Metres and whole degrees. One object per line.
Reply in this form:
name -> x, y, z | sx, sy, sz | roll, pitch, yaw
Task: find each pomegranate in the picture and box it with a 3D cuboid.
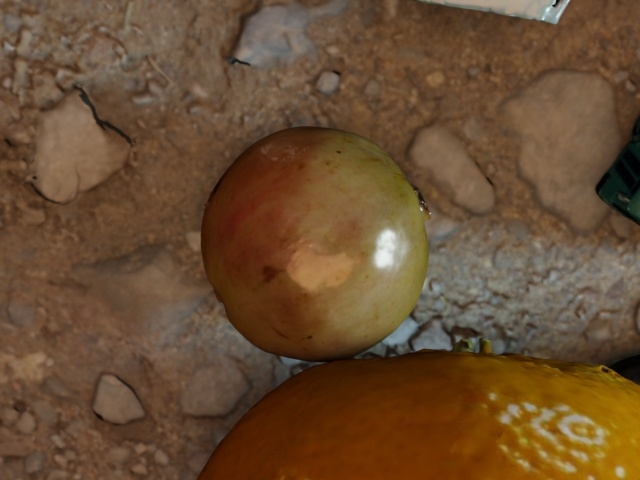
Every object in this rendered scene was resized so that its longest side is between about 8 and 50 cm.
pomegranate -> -0.002, 0.001, 0.834 | 0.191, 0.191, 0.191 | 0, 100, -1

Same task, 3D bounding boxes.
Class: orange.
orange -> 0.105, 0.234, 0.759 | 0.424, 0.424, 0.326 | 10, 80, -3

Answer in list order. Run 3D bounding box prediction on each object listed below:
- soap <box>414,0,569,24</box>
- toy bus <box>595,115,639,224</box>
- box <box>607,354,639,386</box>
soap -> 0.013, -0.339, 0.788 | 0.446, 0.156, 0.261 | 29, 98, -7
toy bus -> 0.344, -0.100, 0.833 | 0.128, 0.147, 0.256 | 30, 107, -3
box -> 0.432, 0.241, 0.908 | 0.350, 0.091, 0.359 | -13, 100, 11
